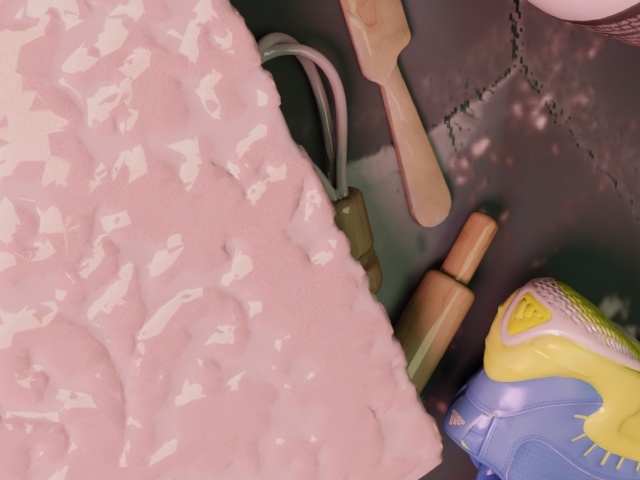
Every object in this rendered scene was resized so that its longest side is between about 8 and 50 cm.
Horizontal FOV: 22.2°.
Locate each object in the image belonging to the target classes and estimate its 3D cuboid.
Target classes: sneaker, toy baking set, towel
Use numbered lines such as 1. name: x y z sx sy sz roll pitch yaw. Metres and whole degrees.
1. sneaker: 0.154 0.114 0.920 0.126 0.091 0.240 -47 126 10
2. toy baking set: 0.004 0.005 0.810 0.197 0.030 0.256 38 82 -34
3. towel: -0.131 0.053 0.711 0.317 0.053 0.332 -33 117 -16

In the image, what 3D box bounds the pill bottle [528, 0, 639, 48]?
1. pill bottle: 0.181 -0.170 0.794 0.278 0.162 0.162 14 96 -35
